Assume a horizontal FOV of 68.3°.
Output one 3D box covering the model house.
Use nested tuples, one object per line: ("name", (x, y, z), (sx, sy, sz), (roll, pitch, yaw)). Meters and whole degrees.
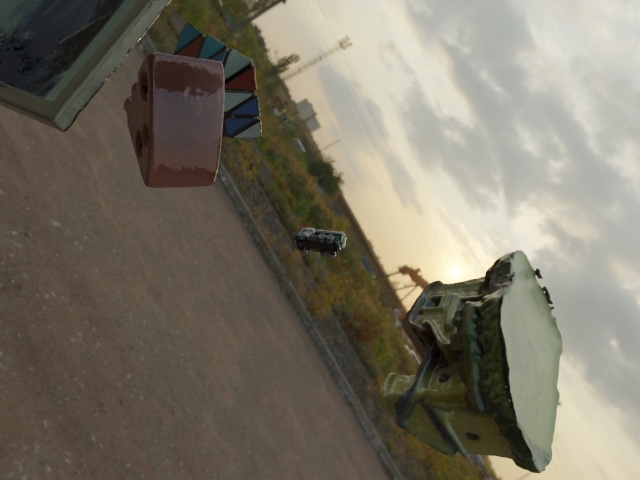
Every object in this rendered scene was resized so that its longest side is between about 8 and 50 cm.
("model house", (0.240, 0.192, 0.805), (0.261, 0.266, 0.321), (58, 42, -18))

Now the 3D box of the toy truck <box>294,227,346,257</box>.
("toy truck", (0.000, 0.000, 0.807), (0.044, 0.083, 0.039), (-55, 144, -48))

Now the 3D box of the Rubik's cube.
("Rubik's cube", (-0.215, -0.294, 0.919), (0.234, 0.250, 0.284), (-3, -58, 51))

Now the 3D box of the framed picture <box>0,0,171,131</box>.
("framed picture", (-0.238, -0.275, 0.486), (0.247, 0.335, 0.022), (24, -16, 25))

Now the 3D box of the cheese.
("cheese", (-0.223, -0.214, 0.750), (0.177, 0.128, 0.203), (-56, -132, 43))
